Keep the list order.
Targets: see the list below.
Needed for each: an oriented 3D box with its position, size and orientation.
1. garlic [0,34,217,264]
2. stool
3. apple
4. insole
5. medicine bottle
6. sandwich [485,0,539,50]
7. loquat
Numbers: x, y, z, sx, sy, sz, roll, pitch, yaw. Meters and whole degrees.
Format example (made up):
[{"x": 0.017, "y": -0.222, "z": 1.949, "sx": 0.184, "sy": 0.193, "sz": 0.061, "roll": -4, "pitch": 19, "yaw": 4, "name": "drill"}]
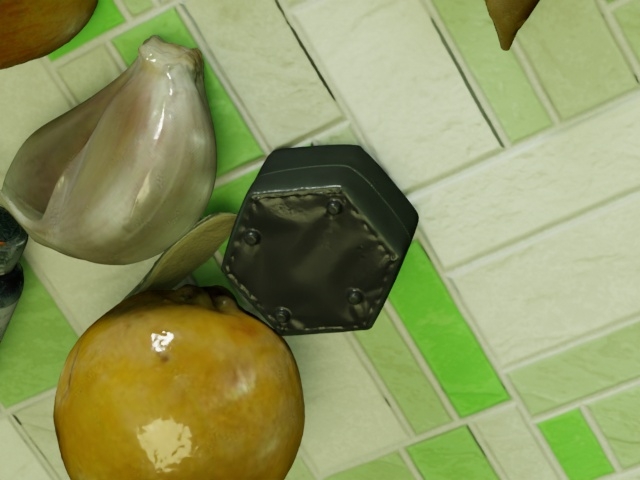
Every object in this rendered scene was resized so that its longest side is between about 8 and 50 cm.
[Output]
[{"x": -0.269, "y": -0.068, "z": 1.920, "sx": 0.340, "sy": 0.231, "sz": 0.246, "roll": -22, "pitch": 113, "yaw": 15, "name": "garlic"}, {"x": 0.000, "y": 0.000, "z": 1.944, "sx": 0.232, "sy": 0.141, "sz": 0.232, "roll": 5, "pitch": 117, "yaw": 9, "name": "stool"}, {"x": -0.437, "y": -0.292, "z": 1.884, "sx": 0.346, "sy": 0.179, "sz": 0.254, "roll": 0, "pitch": 156, "yaw": 14, "name": "apple"}, {"x": -0.193, "y": 0.041, "z": 2.051, "sx": 0.248, "sy": 0.081, "sz": 0.011, "roll": -45, "pitch": 61, "yaw": 30, "name": "insole"}, {"x": -0.479, "y": 0.090, "z": 2.094, "sx": 0.141, "sy": 0.141, "sz": 0.293, "roll": 28, "pitch": 119, "yaw": -3, "name": "medicine bottle"}, {"x": 0.228, "y": -0.333, "z": 1.756, "sx": 0.088, "sy": 0.090, "sz": 0.244, "roll": 26, "pitch": 122, "yaw": -6, "name": "sandwich"}, {"x": -0.176, "y": 0.212, "z": 1.994, "sx": 0.328, "sy": 0.328, "sz": 0.328, "roll": 5, "pitch": 117, "yaw": 10, "name": "loquat"}]
